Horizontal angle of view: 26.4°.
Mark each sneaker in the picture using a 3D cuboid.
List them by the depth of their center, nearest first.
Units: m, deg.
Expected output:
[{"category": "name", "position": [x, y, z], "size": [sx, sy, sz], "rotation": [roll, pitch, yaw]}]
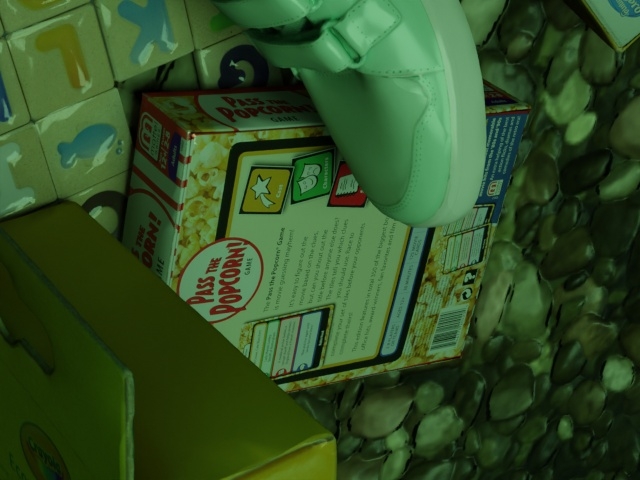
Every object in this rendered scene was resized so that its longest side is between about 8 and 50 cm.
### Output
[{"category": "sneaker", "position": [-0.040, -0.094, 0.514], "size": [0.151, 0.094, 0.256], "rotation": [-33, 108, -27]}]

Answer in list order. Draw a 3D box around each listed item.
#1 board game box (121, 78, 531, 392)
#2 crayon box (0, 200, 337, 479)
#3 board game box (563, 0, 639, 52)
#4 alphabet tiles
[{"category": "board game box", "position": [0.000, 0.000, 0.648], "size": [0.193, 0.045, 0.146], "rotation": [-7, 121, -36]}, {"category": "crayon box", "position": [-0.081, 0.126, 0.550], "size": [0.081, 0.202, 0.318], "rotation": [-19, 126, -29]}, {"category": "board game box", "position": [0.188, -0.266, 0.585], "size": [0.316, 0.064, 0.242], "rotation": [-40, 133, 9]}, {"category": "alphabet tiles", "position": [-0.123, -0.067, 0.556], "size": [0.237, 0.009, 0.198], "rotation": [-27, 127, -23]}]
